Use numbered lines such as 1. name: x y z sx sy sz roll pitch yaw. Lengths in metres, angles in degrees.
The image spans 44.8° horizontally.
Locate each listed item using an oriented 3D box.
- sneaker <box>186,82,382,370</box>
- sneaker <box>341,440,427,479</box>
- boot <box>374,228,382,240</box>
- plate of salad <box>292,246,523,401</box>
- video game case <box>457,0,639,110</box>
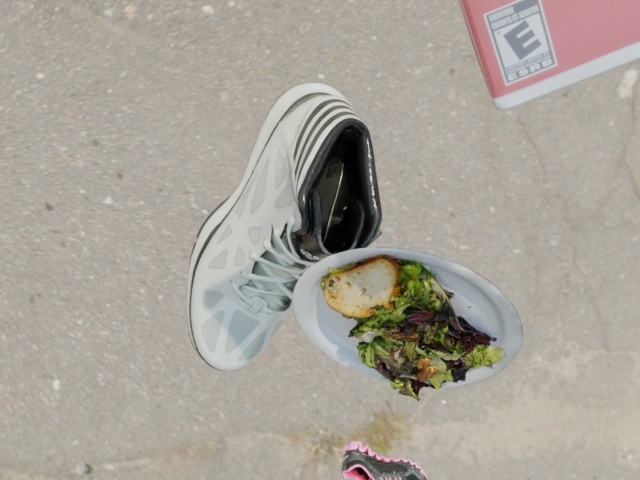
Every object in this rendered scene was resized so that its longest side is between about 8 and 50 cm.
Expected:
1. sneaker: -0.062 0.016 1.039 0.169 0.257 0.448 18 105 -18
2. sneaker: 0.081 0.309 1.016 0.119 0.057 0.047 17 117 7
3. boot: 0.000 0.000 1.299 0.219 0.082 0.106 -35 93 -36
4. plate of salad: 0.070 0.080 0.663 0.200 0.199 0.048 41 44 -27
5. video game case: 0.119 -0.203 0.268 0.204 0.025 0.285 -20 123 12
